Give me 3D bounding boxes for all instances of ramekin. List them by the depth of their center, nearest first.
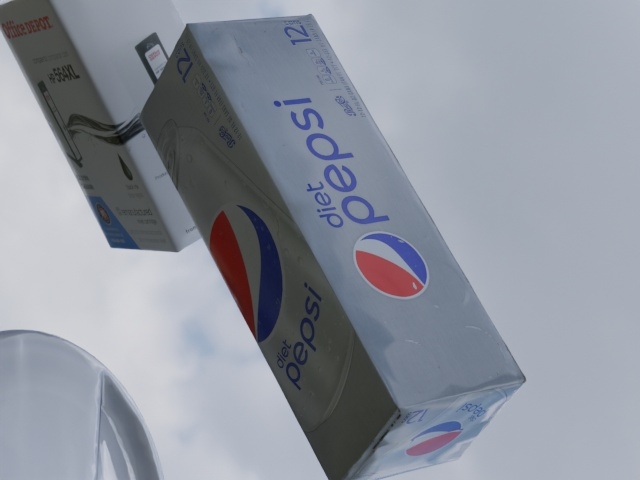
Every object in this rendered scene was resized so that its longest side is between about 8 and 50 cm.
[{"bbox_3d":[-0.236,0.201,1.303,0.127,0.273,0.273,-11,-73,36],"label":"ramekin"}]

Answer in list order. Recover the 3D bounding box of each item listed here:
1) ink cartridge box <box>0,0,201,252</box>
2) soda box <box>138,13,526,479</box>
[{"bbox_3d":[-0.139,-0.100,1.339,0.203,0.086,0.148,63,-21,-12],"label":"ink cartridge box"},{"bbox_3d":[0.000,0.000,1.119,0.286,0.098,0.091,61,-40,25],"label":"soda box"}]
